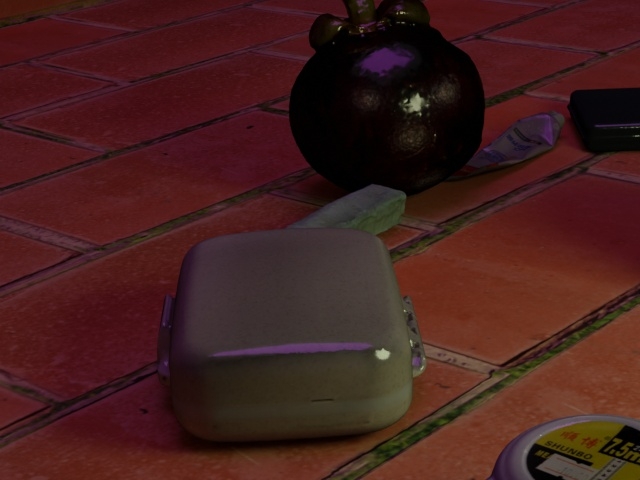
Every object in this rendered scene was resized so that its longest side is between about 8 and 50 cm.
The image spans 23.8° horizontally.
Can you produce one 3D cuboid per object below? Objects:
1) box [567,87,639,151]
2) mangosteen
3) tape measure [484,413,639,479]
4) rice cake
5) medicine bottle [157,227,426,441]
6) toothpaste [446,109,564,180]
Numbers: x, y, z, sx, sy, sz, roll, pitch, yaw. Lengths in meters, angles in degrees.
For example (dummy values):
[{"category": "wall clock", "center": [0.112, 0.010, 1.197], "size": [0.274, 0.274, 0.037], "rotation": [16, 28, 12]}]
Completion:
[{"category": "box", "center": [0.493, -0.199, 2.473], "size": [0.160, 0.050, 0.230], "rotation": [-2, 20, 3]}, {"category": "mangosteen", "center": [0.102, -0.206, 2.200], "size": [0.297, 0.293, 0.297], "rotation": [20, 15, -6]}, {"category": "tape measure", "center": [0.237, 0.228, 1.279], "size": [0.196, 0.105, 0.178], "rotation": [15, 34, 43]}, {"category": "rice cake", "center": [0.000, 0.000, 1.974], "size": [0.066, 0.063, 0.336], "rotation": [16, 26, 32]}, {"category": "medicine bottle", "center": [-0.034, 0.091, 1.643], "size": [0.282, 0.123, 0.375], "rotation": [-5, 21, -1]}, {"category": "toothpaste", "center": [0.298, -0.146, 2.364], "size": [0.075, 0.048, 0.301], "rotation": [16, 29, 33]}]
